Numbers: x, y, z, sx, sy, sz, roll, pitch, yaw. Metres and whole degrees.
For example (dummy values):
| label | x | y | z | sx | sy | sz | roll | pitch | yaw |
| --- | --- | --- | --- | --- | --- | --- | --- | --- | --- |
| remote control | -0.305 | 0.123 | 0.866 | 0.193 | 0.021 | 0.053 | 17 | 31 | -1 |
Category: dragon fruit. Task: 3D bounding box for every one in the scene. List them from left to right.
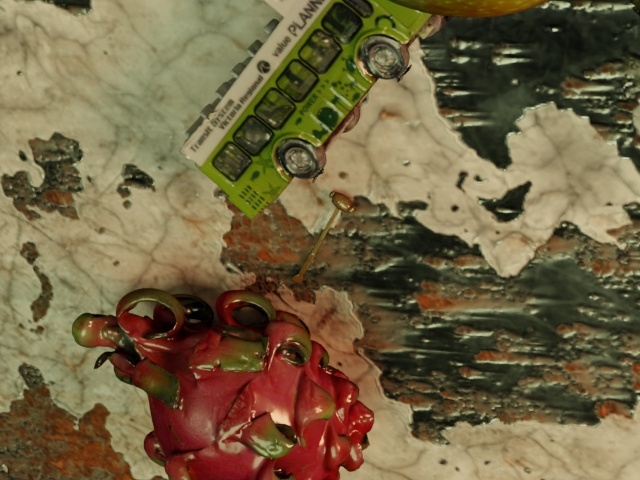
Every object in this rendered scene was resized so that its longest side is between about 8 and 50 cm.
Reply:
| label | x | y | z | sx | sy | sz | roll | pitch | yaw |
| --- | --- | --- | --- | --- | --- | --- | --- | --- | --- |
| dragon fruit | -0.085 | 0.141 | 1.698 | 0.273 | 0.198 | 0.218 | 56 | 142 | 12 |

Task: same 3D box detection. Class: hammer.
| label | x | y | z | sx | sy | sz | roll | pitch | yaw |
| --- | --- | --- | --- | --- | --- | --- | --- | --- | --- |
| hammer | 0.000 | 0.000 | 1.658 | 0.029 | 0.014 | 0.123 | 36 | 133 | 7 |

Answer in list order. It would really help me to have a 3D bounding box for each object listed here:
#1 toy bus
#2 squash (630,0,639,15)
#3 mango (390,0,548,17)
| label | x | y | z | sx | sy | sz | roll | pitch | yaw |
| --- | --- | --- | --- | --- | --- | --- | --- | --- | --- |
| toy bus | -0.007 | -0.155 | 1.492 | 0.139 | 0.113 | 0.301 | 40 | 130 | -2 |
| squash | 0.430 | -0.127 | 1.224 | 0.384 | 0.263 | 0.263 | 40 | 129 | -7 |
| mango | 0.044 | -0.303 | 1.272 | 0.382 | 0.225 | 0.201 | 33 | 154 | -16 |
